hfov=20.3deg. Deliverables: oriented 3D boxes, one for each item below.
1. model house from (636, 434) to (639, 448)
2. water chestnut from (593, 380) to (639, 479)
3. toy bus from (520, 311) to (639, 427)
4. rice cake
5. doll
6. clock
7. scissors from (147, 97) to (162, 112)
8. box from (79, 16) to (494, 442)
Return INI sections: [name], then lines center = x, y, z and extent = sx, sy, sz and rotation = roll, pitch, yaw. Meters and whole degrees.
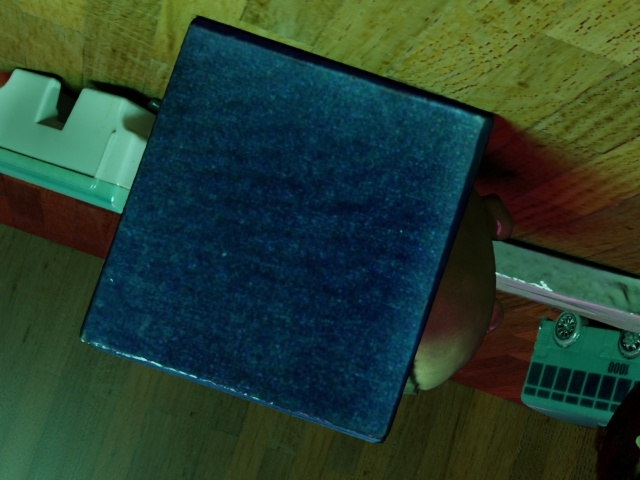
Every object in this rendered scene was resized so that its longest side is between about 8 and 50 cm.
[model house]
center = 0.455, 0.183, 1.707
extent = 0.321, 0.266, 0.261
rotation = 16, 175, 16
[water chestnut]
center = 0.472, 0.270, 1.973
extent = 0.350, 0.350, 0.302
rotation = 17, 169, 13
[toy bus]
center = 0.381, 0.178, 2.226
extent = 0.128, 0.147, 0.256
rotation = 22, 172, -33
[rice cake]
center = 0.255, 0.044, 1.957
extent = 0.298, 0.050, 0.106
rotation = 17, 172, 15
[doll]
center = 0.000, 0.000, 1.665
extent = 0.349, 0.247, 0.247
rotation = 13, 170, 16
[clock]
center = -0.219, -0.088, 1.933
extent = 0.262, 0.116, 0.231
rotation = 19, 179, 40
[scissors]
center = -0.090, -0.102, 1.886
extent = 0.220, 0.017, 0.088
rotation = 25, 173, -31
[box]
center = -0.027, -0.005, 1.467
extent = 0.261, 0.279, 0.116
rotation = 19, 173, 2
